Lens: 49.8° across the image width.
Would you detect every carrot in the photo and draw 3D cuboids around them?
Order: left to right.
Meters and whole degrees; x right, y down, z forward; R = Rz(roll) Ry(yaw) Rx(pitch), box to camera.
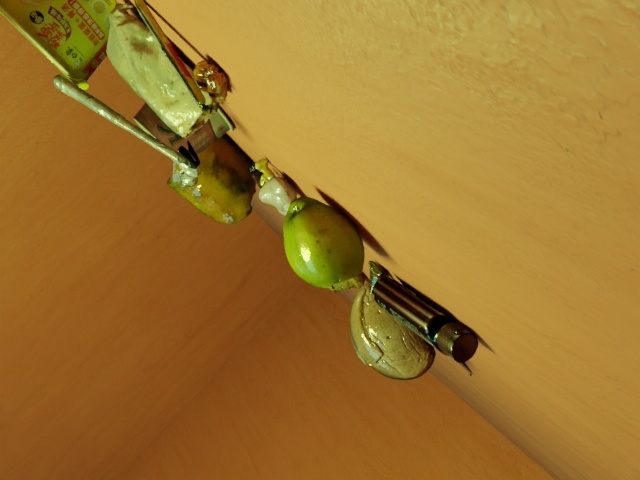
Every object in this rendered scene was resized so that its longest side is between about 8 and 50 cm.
[{"bbox_3d":[-0.357,-0.224,2.184,0.340,0.241,0.241,44,176,-23],"label":"carrot"}]

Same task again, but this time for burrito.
[{"bbox_3d":[-0.387,-0.394,1.614,0.332,0.135,0.190,45,173,-1],"label":"burrito"}]

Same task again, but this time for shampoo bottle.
[{"bbox_3d":[0.246,0.185,1.634,0.129,0.084,0.323,43,175,-29],"label":"shampoo bottle"}]

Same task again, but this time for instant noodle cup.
[{"bbox_3d":[-0.643,-0.565,1.763,0.311,0.221,0.311,44,176,4],"label":"instant noodle cup"},{"bbox_3d":[-0.372,-0.323,1.836,0.235,0.178,0.235,45,174,6],"label":"instant noodle cup"}]

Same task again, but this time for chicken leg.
[{"bbox_3d":[-0.138,-0.160,2.063,0.253,0.051,0.106,34,163,50],"label":"chicken leg"}]

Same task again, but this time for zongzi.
[{"bbox_3d":[0.162,0.098,1.822,0.067,0.073,0.083,39,133,47],"label":"zongzi"}]

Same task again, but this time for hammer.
[{"bbox_3d":[-0.480,-0.280,1.713,0.426,0.044,0.152,31,154,2],"label":"hammer"}]

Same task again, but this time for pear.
[{"bbox_3d":[0.000,0.000,1.595,0.220,0.187,0.187,64,172,-8],"label":"pear"}]

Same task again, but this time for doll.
[{"bbox_3d":[-0.050,-0.070,1.837,0.365,0.094,0.160,40,164,23],"label":"doll"}]

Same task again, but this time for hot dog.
[{"bbox_3d":[-0.222,-0.322,1.400,0.071,0.045,0.165,46,175,-3],"label":"hot dog"}]

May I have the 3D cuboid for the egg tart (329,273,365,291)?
[{"bbox_3d":[0.031,0.080,2.339,0.288,0.118,0.288,46,172,8],"label":"egg tart"}]

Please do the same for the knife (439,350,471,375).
[{"bbox_3d":[0.375,0.330,2.043,0.081,0.043,0.336,47,180,39],"label":"knife"}]

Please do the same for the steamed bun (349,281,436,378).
[{"bbox_3d":[0.188,0.286,2.023,0.301,0.199,0.251,52,-175,14],"label":"steamed bun"}]

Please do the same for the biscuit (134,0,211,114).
[{"bbox_3d":[-0.306,-0.381,1.394,0.292,0.026,0.048,57,168,2],"label":"biscuit"}]
